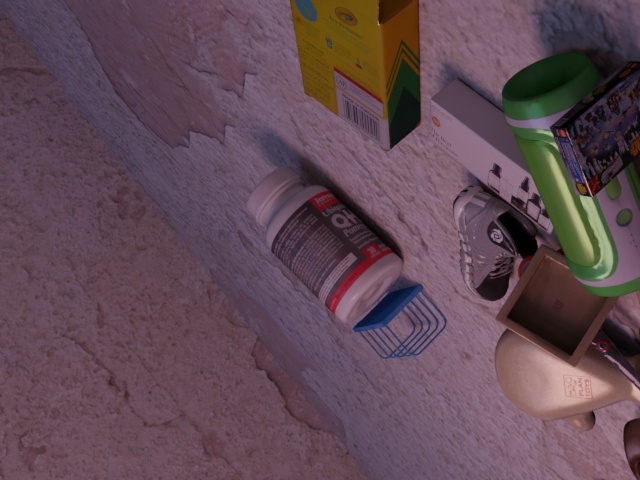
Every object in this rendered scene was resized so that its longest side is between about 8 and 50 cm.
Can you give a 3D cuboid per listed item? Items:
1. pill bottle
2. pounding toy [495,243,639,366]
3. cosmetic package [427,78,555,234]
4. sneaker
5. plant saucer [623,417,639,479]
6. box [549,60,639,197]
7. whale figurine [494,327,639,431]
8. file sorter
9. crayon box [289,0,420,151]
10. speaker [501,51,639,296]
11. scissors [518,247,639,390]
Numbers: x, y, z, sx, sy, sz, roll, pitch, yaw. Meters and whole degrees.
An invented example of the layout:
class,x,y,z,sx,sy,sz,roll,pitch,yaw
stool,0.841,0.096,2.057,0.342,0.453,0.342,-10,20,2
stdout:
class,x,y,z,sx,sy,sz,roll,pitch,yaw
pill bottle,0.000,0.000,1.942,0.318,0.176,0.176,44,159,16
pounding toy,0.385,0.090,1.343,0.206,0.181,0.094,32,-176,16
cosmetic package,0.256,-0.119,1.347,0.239,0.060,0.099,42,158,24
sneaker,0.288,0.026,1.504,0.132,0.086,0.229,25,148,46
plant saucer,0.594,0.386,1.454,0.310,0.050,0.310,35,163,13
box,0.325,-0.125,1.071,0.027,0.137,0.094,19,144,56
whale figurine,0.414,0.193,1.497,0.272,0.141,0.216,2,113,35
file sorter,0.167,0.176,1.983,0.104,0.118,0.170,48,161,-5
crayon box,0.051,-0.306,1.429,0.202,0.081,0.318,40,158,28
speaker,0.327,-0.076,1.175,0.131,0.131,0.296,18,142,57
scissors,0.398,0.143,1.408,0.109,0.021,0.297,-30,86,26
